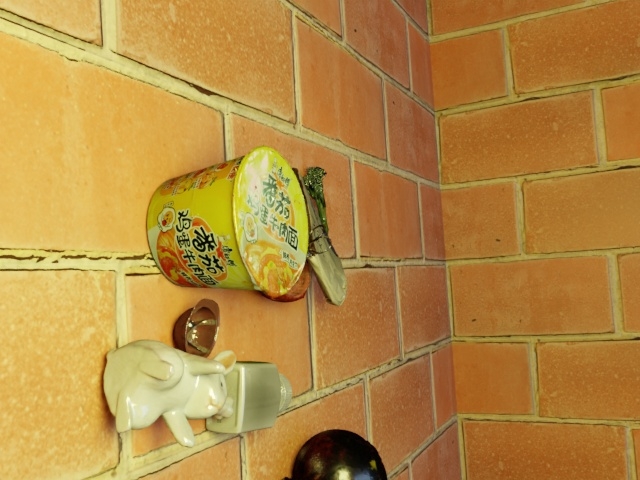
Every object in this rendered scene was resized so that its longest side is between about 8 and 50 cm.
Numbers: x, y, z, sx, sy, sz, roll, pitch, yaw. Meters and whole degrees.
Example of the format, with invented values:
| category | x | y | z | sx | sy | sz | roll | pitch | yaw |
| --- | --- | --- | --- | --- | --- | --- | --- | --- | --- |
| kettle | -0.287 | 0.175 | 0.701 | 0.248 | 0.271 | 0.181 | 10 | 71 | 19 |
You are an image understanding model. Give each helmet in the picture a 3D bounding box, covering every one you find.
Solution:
| category | x | y | z | sx | sy | sz | roll | pitch | yaw |
| --- | --- | --- | --- | --- | --- | --- | --- | --- | --- |
| helmet | -0.228 | 0.156 | 1.147 | 0.089 | 0.057 | 0.111 | 40 | 57 | -52 |

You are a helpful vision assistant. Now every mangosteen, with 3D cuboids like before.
| category | x | y | z | sx | sy | sz | roll | pitch | yaw |
| --- | --- | --- | --- | --- | --- | --- | --- | --- | --- |
| mangosteen | 0.021 | 0.551 | 1.441 | 0.265 | 0.228 | 0.228 | -35 | 124 | -18 |

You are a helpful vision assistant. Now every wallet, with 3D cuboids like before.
| category | x | y | z | sx | sy | sz | roll | pitch | yaw |
| --- | --- | --- | --- | --- | --- | --- | --- | --- | --- |
| wallet | -0.003 | 0.000 | 1.525 | 0.335 | 0.068 | 0.275 | -105 | 176 | -48 |

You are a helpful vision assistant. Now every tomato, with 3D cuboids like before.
| category | x | y | z | sx | sy | sz | roll | pitch | yaw |
| --- | --- | --- | --- | --- | --- | --- | --- | --- | --- |
| tomato | -0.108 | 0.031 | 1.380 | 0.228 | 0.101 | 0.228 | -10 | 90 | -71 |

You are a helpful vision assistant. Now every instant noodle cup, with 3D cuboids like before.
| category | x | y | z | sx | sy | sz | roll | pitch | yaw |
| --- | --- | --- | --- | --- | --- | --- | --- | --- | --- |
| instant noodle cup | -0.165 | -0.027 | 1.149 | 0.264 | 0.200 | 0.264 | -5 | 90 | -65 |

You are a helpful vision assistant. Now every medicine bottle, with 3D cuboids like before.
| category | x | y | z | sx | sy | sz | roll | pitch | yaw |
| --- | --- | --- | --- | --- | --- | --- | --- | --- | --- |
| medicine bottle | -0.137 | 0.304 | 1.271 | 0.188 | 0.088 | 0.132 | 21 | 68 | -62 |

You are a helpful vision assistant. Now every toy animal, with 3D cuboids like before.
| category | x | y | z | sx | sy | sz | roll | pitch | yaw |
| --- | --- | --- | --- | --- | --- | --- | --- | --- | --- |
| toy animal | -0.207 | 0.240 | 1.043 | 0.282 | 0.138 | 0.141 | 27 | 92 | -44 |

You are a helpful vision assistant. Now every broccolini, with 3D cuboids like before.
| category | x | y | z | sx | sy | sz | roll | pitch | yaw |
| --- | --- | --- | --- | --- | --- | --- | --- | --- | --- |
| broccolini | -0.013 | -0.095 | 1.678 | 0.074 | 0.058 | 0.201 | -41 | 139 | -43 |
